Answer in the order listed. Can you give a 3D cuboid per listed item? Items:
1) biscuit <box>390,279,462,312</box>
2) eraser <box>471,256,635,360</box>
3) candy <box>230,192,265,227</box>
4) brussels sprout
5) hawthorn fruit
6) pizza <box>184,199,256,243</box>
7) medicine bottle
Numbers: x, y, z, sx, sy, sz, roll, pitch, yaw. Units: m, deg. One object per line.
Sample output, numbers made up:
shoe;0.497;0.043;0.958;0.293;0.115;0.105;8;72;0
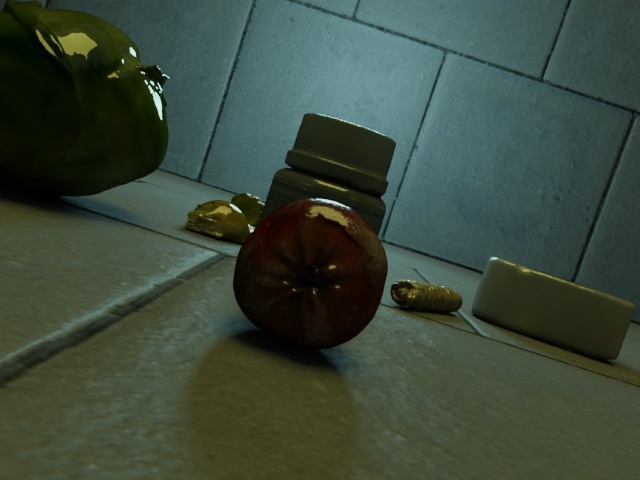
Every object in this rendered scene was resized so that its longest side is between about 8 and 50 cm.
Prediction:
biscuit;0.223;0.116;1.212;0.219;0.055;0.061;13;17;-45
eraser;0.503;0.142;1.392;0.331;0.150;0.331;16;5;-2
candy;-0.191;-0.071;1.623;0.106;0.094;0.199;17;-2;3
brussels sprout;-0.489;-0.256;1.074;0.424;0.343;0.361;6;0;-12
hawthorn fruit;-0.009;0.036;0.659;0.172;0.173;0.173;18;5;-2
pizza;-0.193;-0.042;1.339;0.204;0.081;0.188;20;5;4
medicine bottle;0.016;-0.085;1.229;0.244;0.307;0.245;18;5;-2
